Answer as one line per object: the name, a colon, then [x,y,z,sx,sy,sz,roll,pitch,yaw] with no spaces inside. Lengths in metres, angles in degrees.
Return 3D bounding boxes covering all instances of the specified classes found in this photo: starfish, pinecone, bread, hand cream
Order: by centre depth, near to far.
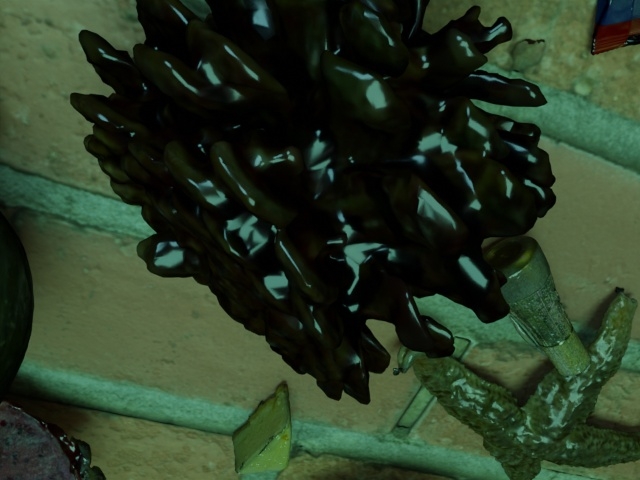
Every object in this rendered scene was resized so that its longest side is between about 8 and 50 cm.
pinecone: [0.012,-0.067,0.581,0.398,0.397,0.397,-3,123,-5]
hand cream: [0.277,0.091,0.863,0.084,0.084,0.203,-32,111,13]
bread: [-0.080,0.261,0.946,0.080,0.084,0.109,-1,123,-9]
starfish: [0.335,0.233,0.989,0.324,0.082,0.432,-27,120,14]

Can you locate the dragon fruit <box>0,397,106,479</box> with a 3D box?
dragon fruit: [-0.486,0.337,0.864,0.314,0.296,0.263,31,148,-27]

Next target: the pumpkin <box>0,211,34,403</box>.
pumpkin: [-0.482,0.046,0.582,0.455,0.343,0.454,-1,160,0]

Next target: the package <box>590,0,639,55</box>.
package: [0.313,-0.286,0.677,0.083,0.022,0.200,-10,125,0]
